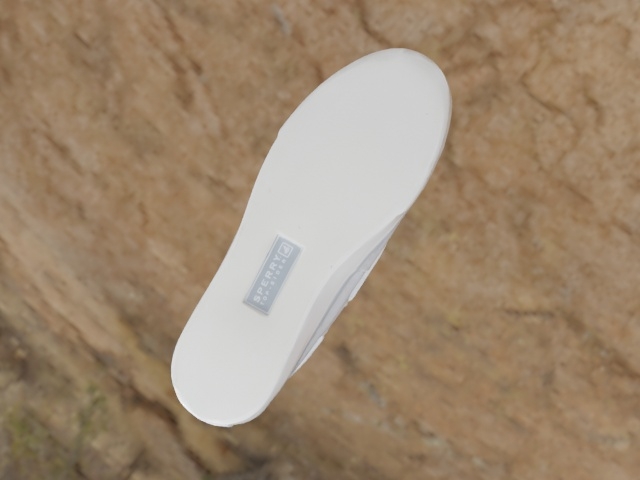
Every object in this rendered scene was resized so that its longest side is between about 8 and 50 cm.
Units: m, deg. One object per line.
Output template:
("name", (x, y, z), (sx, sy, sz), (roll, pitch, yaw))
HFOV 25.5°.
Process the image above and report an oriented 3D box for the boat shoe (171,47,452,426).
("boat shoe", (0.000, 0.000, 0.626), (0.066, 0.184, 0.063), (26, -174, 8))
